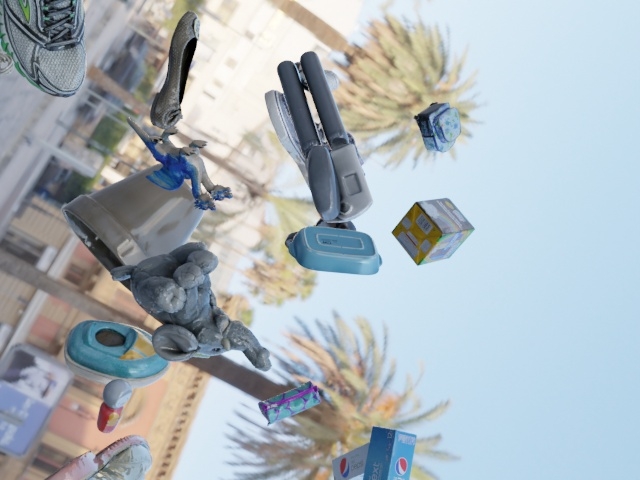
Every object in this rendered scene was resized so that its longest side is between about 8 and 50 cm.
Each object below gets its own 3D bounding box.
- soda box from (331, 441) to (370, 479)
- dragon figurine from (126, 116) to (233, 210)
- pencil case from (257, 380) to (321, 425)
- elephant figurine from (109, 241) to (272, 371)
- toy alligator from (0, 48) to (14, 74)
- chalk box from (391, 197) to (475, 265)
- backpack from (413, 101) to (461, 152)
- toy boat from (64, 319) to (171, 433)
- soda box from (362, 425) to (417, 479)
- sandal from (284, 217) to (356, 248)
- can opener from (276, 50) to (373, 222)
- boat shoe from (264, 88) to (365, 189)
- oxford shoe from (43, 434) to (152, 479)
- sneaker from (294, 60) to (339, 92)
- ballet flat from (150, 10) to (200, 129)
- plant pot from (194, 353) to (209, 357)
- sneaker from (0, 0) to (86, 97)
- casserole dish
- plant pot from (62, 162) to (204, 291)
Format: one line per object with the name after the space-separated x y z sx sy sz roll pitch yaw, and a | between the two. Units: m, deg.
0.110 0.598 2.112 0.216 0.069 0.074 -44 -134 51 | soda box
-0.327 -0.166 1.738 0.085 0.289 0.144 -51 159 -52 | dragon figurine
-0.077 0.410 1.996 0.070 0.151 0.065 95 -30 -60 | pencil case
-0.220 0.138 1.373 0.169 0.240 0.186 -30 -147 -18 | elephant figurine
-0.408 -0.274 0.922 0.056 0.190 0.051 -30 158 -12 | toy alligator
0.331 -0.029 2.237 0.132 0.213 0.132 53 -54 24 | chalk box
0.305 -0.283 2.010 0.084 0.114 0.105 9 -144 43 | backpack
-0.495 0.311 1.934 0.318 0.267 0.148 -103 -148 -53 | toy boat
0.132 0.489 1.599 0.071 0.067 0.210 -4 -112 49 | soda box
0.000 0.001 1.985 0.254 0.097 0.055 -27 -148 51 | sandal
0.002 -0.150 1.090 0.074 0.093 0.281 -19 -118 4 | can opener
-0.006 -0.263 1.988 0.158 0.341 0.127 -20 -136 13 | boat shoe
-0.366 0.438 1.352 0.140 0.147 0.397 -38 172 4 | oxford shoe
-0.023 -0.265 1.293 0.109 0.040 0.043 19 -139 35 | sneaker
-0.275 -0.337 1.569 0.084 0.058 0.250 59 45 -72 | ballet flat
-0.280 0.229 1.770 0.083 0.079 0.083 -166 -90 -85 | plant pot
-0.427 -0.385 1.221 0.134 0.344 0.146 -25 -144 -33 | sneaker
0.033 0.015 1.511 0.114 0.188 0.037 -103 -157 -53 | casserole dish
-0.475 -0.048 2.124 0.280 0.323 0.323 -43 -167 -19 | plant pot
